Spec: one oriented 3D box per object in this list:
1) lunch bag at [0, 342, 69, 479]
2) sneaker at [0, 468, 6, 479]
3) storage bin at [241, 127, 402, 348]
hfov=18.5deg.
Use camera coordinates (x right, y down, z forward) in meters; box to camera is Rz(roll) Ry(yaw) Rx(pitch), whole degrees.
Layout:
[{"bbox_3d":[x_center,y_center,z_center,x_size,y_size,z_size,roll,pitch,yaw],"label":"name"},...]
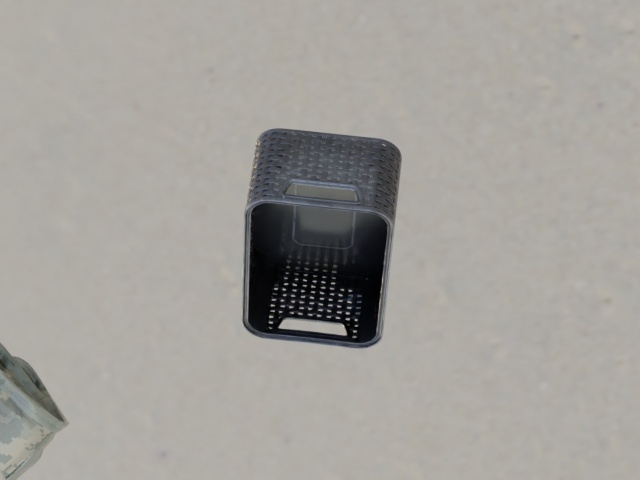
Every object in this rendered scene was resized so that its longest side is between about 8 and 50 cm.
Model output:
[{"bbox_3d":[-0.393,0.147,1.746,0.287,0.235,0.169,47,178,8],"label":"lunch bag"},{"bbox_3d":[-0.240,0.207,1.083,0.127,0.315,0.182,-11,118,14],"label":"sneaker"},{"bbox_3d":[0.000,0.000,1.650,0.180,0.122,0.084,94,-177,-50],"label":"storage bin"}]
